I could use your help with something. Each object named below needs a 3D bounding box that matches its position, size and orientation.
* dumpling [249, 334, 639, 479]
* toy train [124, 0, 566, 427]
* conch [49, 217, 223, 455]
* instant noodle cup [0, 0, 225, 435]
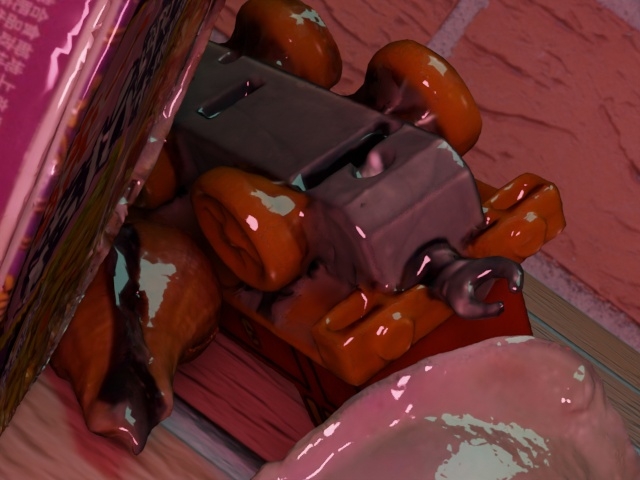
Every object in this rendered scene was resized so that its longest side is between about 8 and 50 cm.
[{"bbox_3d":[0.071,0.127,0.745,0.216,0.149,0.105,24,-27,-19],"label":"dumpling"},{"bbox_3d":[0.000,0.000,0.919,0.369,0.163,0.231,29,-34,49],"label":"toy train"},{"bbox_3d":[-0.095,0.033,0.791,0.086,0.080,0.233,20,9,2],"label":"conch"},{"bbox_3d":[-0.181,-0.110,0.587,0.266,0.340,0.340,24,10,-2],"label":"instant noodle cup"}]
